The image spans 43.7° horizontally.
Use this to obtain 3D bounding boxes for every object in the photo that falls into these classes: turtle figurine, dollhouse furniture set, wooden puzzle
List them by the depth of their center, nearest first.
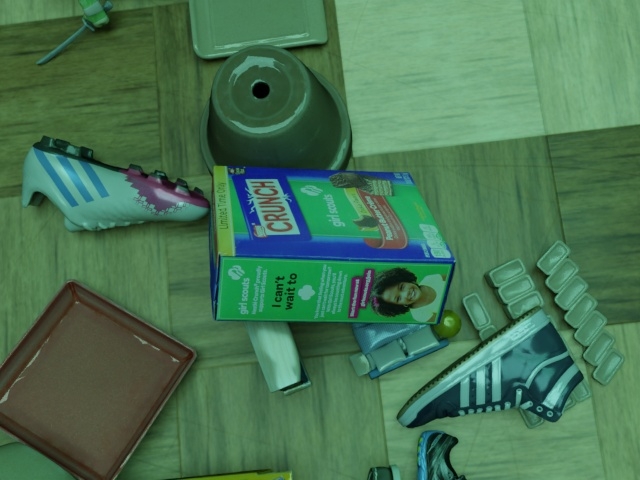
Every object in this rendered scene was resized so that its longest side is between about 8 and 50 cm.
[{"bbox_3d":[0.034,0.073,1.231,0.303,0.198,0.286,-22,77,-2],"label":"dollhouse furniture set"},{"bbox_3d":[-0.399,-0.489,1.432,0.266,0.274,0.197,-7,53,-18],"label":"turtle figurine"},{"bbox_3d":[-0.116,-0.437,1.436,0.239,0.044,0.220,-7,77,-3],"label":"wooden puzzle"}]

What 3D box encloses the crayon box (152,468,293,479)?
[{"bbox_3d":[-0.179,0.459,1.196,0.323,0.083,0.203,-8,77,11],"label":"crayon box"}]

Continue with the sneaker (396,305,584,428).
[{"bbox_3d":[0.263,0.241,1.218,0.282,0.099,0.153,-38,82,8],"label":"sneaker"}]

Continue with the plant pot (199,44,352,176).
[{"bbox_3d":[-0.082,-0.195,1.283,0.263,0.229,0.263,-1,79,3],"label":"plant pot"}]

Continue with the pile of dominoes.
[{"bbox_3d":[0.359,0.147,1.290,0.196,0.040,0.251,-26,85,-3],"label":"pile of dominoes"}]

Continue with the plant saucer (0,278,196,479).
[{"bbox_3d":[-0.371,0.228,1.274,0.259,0.047,0.258,29,67,9],"label":"plant saucer"}]

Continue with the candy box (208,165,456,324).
[{"bbox_3d":[0.000,0.000,1.154,0.317,0.268,0.122,0,121,-10],"label":"candy box"}]

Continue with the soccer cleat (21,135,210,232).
[{"bbox_3d":[-0.347,-0.065,1.341,0.331,0.116,0.143,19,95,9],"label":"soccer cleat"}]

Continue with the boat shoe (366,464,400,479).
[{"bbox_3d":[0.057,0.476,1.158,0.091,0.109,0.304,10,83,1],"label":"boat shoe"}]

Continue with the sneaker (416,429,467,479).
[{"bbox_3d":[0.186,0.387,1.219,0.078,0.067,0.188,-1,74,9],"label":"sneaker"}]

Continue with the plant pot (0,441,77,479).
[{"bbox_3d":[-0.457,0.411,1.167,0.284,0.284,0.191,28,60,9],"label":"plant pot"}]
